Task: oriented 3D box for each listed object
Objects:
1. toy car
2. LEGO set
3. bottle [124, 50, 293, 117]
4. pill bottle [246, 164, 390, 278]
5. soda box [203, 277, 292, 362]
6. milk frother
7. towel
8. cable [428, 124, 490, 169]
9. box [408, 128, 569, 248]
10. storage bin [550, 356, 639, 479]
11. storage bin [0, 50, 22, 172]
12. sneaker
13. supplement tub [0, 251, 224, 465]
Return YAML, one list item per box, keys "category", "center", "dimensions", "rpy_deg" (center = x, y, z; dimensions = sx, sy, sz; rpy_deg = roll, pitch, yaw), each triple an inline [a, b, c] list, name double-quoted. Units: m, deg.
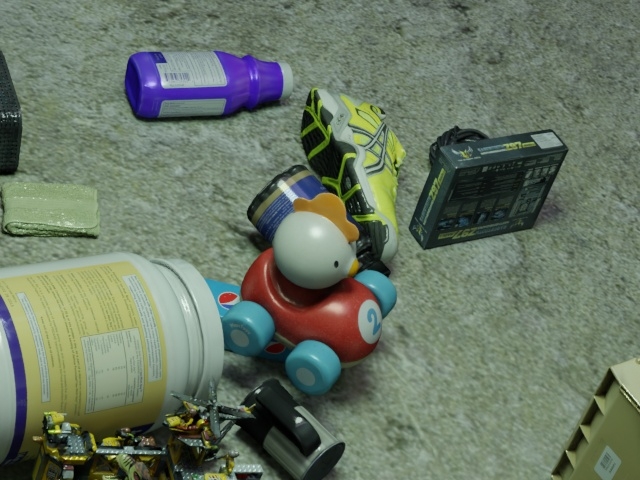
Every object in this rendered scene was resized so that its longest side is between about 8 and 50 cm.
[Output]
- category: "toy car"
  center: [0.005, 0.042, 1.842]
  dimensions: [0.210, 0.238, 0.219]
  rpy_deg: [30, 43, 12]
- category: "LEGO set"
  center: [-0.180, 0.274, 1.489]
  dimensions: [0.255, 0.192, 0.331]
  rpy_deg: [11, 32, -20]
- category: "bottle"
  center: [-0.188, -0.271, 2.323]
  dimensions: [0.283, 0.092, 0.118]
  rpy_deg: [-5, 47, -24]
- category: "pill bottle"
  center: [0.000, 0.000, 2.063]
  dimensions: [0.219, 0.123, 0.123]
  rpy_deg: [47, 47, 11]
- category: "soda box"
  center: [-0.099, 0.118, 1.954]
  dimensions: [0.210, 0.067, 0.071]
  rpy_deg: [14, 42, -6]
- category: "milk frother"
  center: [-0.068, 0.274, 1.791]
  dimensions: [0.135, 0.129, 0.143]
  rpy_deg: [41, 89, 24]
- category: "towel"
  center: [-0.409, -0.049, 2.055]
  dimensions: [0.148, 0.027, 0.110]
  rpy_deg: [2, 43, -18]
- category: "cable"
  center: [0.261, -0.132, 2.378]
  dimensions: [0.150, 0.047, 0.184]
  rpy_deg: [-5, 49, -17]
- category: "box"
  center: [0.275, -0.085, 2.219]
  dimensions: [0.232, 0.183, 0.059]
  rpy_deg: [-11, 48, -28]
- category: "storage bin"
  center: [0.454, 0.322, 1.786]
  dimensions: [0.123, 0.262, 0.260]
  rpy_deg: [-15, 51, -29]
- category: "storage bin"
  center: [-0.525, -0.200, 2.105]
  dimensions: [0.084, 0.122, 0.180]
  rpy_deg: [-5, 47, -25]
- category: "sneaker"
  center: [0.079, -0.119, 2.218]
  dimensions: [0.147, 0.145, 0.385]
  rpy_deg: [1, 46, -19]
- category: "supplement tub"
  center: [-0.315, 0.142, 1.710]
  dimensions: [0.331, 0.241, 0.241]
  rpy_deg: [-8, 47, -36]
